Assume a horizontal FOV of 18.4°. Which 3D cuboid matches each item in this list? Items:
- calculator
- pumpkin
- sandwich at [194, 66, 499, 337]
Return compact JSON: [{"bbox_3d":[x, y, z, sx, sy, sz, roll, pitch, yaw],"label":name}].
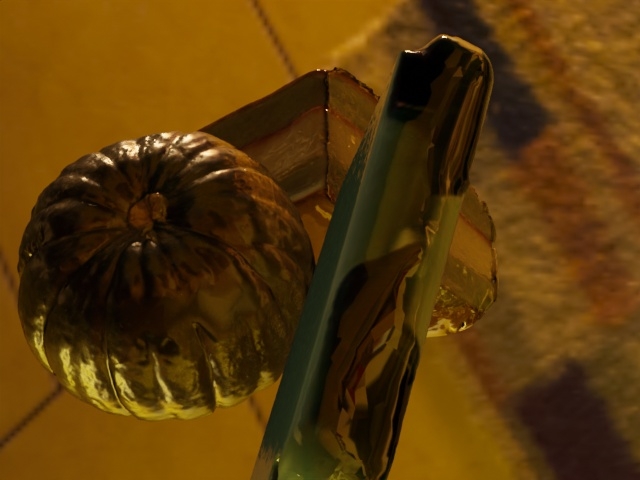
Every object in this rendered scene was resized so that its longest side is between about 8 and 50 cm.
[{"bbox_3d":[0.020,0.036,0.930,0.173,0.051,0.293,116,172,-59],"label":"calculator"},{"bbox_3d":[-0.112,0.026,1.423,0.220,0.220,0.162,36,154,34],"label":"pumpkin"},{"bbox_3d":[0.000,0.000,1.623,0.198,0.227,0.155,-26,44,30],"label":"sandwich"}]
